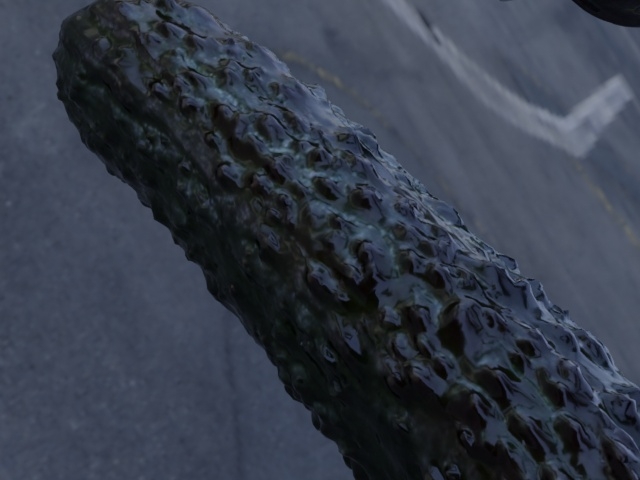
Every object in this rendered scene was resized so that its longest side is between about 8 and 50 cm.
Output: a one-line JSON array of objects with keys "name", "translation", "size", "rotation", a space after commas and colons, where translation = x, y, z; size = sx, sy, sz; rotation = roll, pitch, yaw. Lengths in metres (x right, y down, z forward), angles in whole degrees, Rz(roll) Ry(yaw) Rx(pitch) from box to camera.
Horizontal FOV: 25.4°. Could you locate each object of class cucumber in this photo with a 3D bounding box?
[{"name": "cucumber", "translation": [0.000, 0.000, 0.520], "size": [0.096, 0.096, 0.359], "rotation": [36, 10, -50]}]

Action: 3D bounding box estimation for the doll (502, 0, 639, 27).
[{"name": "doll", "translation": [0.157, -0.132, 0.615], "size": [0.096, 0.195, 0.070], "rotation": [-128, -157, -79]}]
